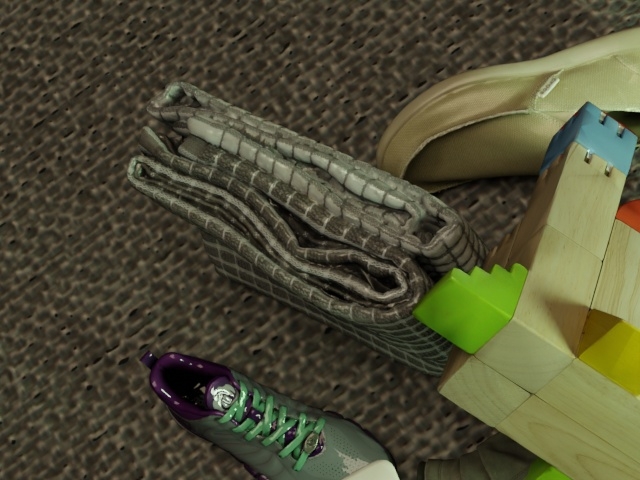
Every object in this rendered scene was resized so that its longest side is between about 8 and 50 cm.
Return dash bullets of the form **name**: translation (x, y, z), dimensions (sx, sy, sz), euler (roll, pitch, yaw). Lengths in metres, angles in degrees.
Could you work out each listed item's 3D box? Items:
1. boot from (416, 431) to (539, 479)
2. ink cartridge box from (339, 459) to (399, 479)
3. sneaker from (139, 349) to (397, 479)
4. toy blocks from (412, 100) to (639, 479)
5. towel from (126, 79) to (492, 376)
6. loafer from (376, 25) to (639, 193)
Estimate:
- **boot**: translation (0.145, 0.160, 1.130), dimensions (0.161, 0.083, 0.246), euler (-17, 64, 18)
- **ink cartridge box**: translation (-0.045, 0.339, 1.097), dimensions (0.353, 0.119, 0.207), euler (-30, 63, 6)
- **sneaker**: translation (-0.048, 0.155, 1.182), dimensions (0.223, 0.098, 0.083), euler (20, 77, 24)
- **toy blocks**: translation (0.258, 0.070, 1.040), dimensions (0.381, 0.191, 0.261), euler (34, 45, -6)
- **towel**: translation (0.000, 0.000, 1.154), dimensions (0.283, 0.235, 0.121), euler (26, 86, 26)
- **loafer**: translation (0.176, -0.094, 1.203), dimensions (0.268, 0.102, 0.092), euler (-21, 59, 9)
